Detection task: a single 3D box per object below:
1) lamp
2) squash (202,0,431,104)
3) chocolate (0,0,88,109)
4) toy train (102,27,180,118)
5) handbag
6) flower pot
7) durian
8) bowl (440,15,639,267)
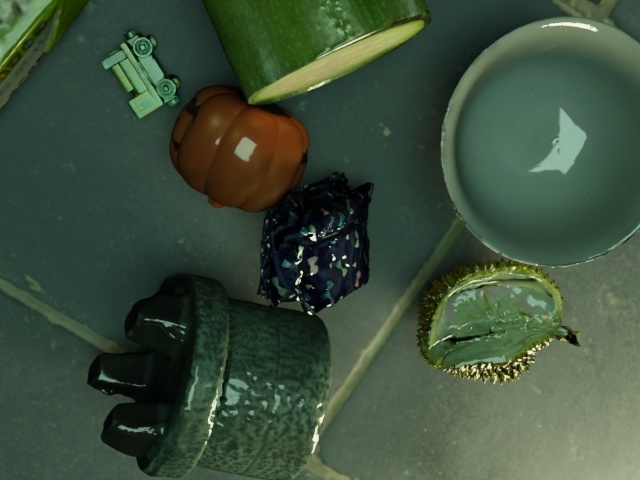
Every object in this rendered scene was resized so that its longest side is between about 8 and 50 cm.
[{"bbox_3d":[-0.113,-0.118,1.393,0.187,0.187,0.164,22,105,-11],"label":"lamp"},{"bbox_3d":[-0.050,-0.393,1.287,0.263,0.263,0.384,-24,89,-3],"label":"squash"},{"bbox_3d":[-0.505,-0.309,1.327,0.301,0.137,0.289,39,92,-13],"label":"chocolate"},{"bbox_3d":[-0.248,-0.231,1.426,0.081,0.050,0.122,-31,104,6],"label":"toy train"},{"bbox_3d":[0.000,0.000,1.414,0.113,0.260,0.162,12,110,24],"label":"handbag"},{"bbox_3d":[-0.159,0.180,1.410,0.282,0.299,0.299,12,98,-21],"label":"flower pot"},{"bbox_3d":[0.255,0.115,1.514,0.237,0.138,0.193,13,95,-7],"label":"durian"},{"bbox_3d":[0.318,-0.145,1.466,0.345,0.157,0.345,-2,101,-8],"label":"bowl"}]
